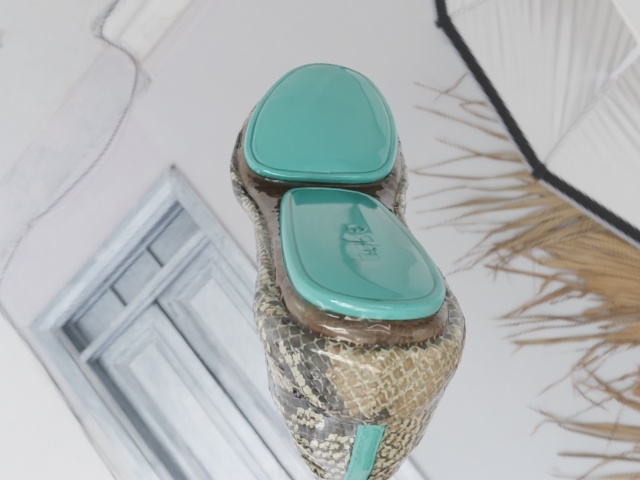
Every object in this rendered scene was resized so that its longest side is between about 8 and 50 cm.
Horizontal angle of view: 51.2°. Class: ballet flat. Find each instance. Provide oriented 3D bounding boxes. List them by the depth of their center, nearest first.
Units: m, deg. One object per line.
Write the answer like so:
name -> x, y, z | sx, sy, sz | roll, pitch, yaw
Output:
ballet flat -> 0.000, 0.000, 0.566 | 0.483, 0.164, 0.182 | -97, 14, -59
